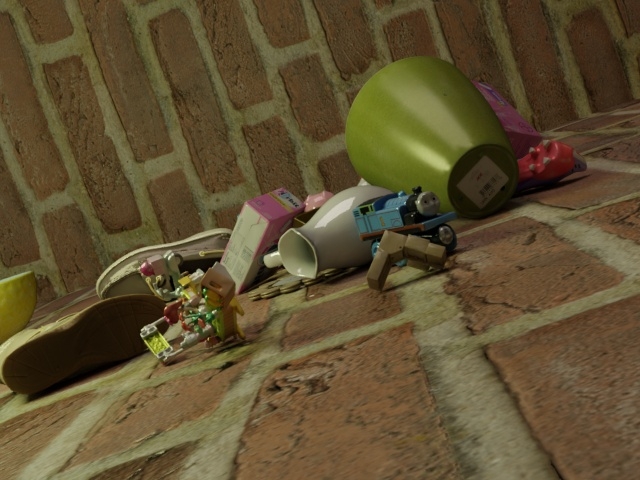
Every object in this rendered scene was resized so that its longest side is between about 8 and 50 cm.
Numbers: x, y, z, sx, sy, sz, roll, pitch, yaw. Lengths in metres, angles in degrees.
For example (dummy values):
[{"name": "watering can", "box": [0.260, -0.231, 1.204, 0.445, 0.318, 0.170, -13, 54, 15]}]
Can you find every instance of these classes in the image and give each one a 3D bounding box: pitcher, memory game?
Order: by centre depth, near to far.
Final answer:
[{"name": "pitcher", "box": [0.021, -0.008, 1.670, 0.207, 0.125, 0.178, -25, 9, -32]}, {"name": "memory game", "box": [-0.033, 0.065, 1.741, 0.186, 0.012, 0.186, -18, 4, 1]}]

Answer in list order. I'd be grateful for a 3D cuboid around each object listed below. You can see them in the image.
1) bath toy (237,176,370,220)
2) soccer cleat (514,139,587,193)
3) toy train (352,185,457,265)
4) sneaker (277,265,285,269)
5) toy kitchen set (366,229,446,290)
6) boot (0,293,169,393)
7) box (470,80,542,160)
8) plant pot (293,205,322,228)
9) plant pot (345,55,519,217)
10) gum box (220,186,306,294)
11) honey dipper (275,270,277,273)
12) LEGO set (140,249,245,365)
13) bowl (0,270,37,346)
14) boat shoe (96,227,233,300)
[{"name": "bath toy", "box": [-0.005, -0.053, 2.268, 0.348, 0.129, 0.151, -17, 5, 20]}, {"name": "soccer cleat", "box": [0.378, -0.118, 1.924, 0.095, 0.083, 0.248, 20, -25, -27]}, {"name": "toy train", "box": [0.124, -0.021, 1.525, 0.080, 0.105, 0.184, -22, 5, -29]}, {"name": "sneaker", "box": [-0.058, 0.044, 1.953, 0.069, 0.038, 0.098, -19, -4, 28]}, {"name": "toy kitchen set", "box": [0.115, 0.042, 1.359, 0.083, 0.075, 0.068, 16, -25, 18]}, {"name": "boot", "box": [-0.375, 0.156, 1.590, 0.262, 0.095, 0.203, -26, 6, -26]}, {"name": "box", "box": [0.303, -0.246, 2.200, 0.243, 0.213, 0.117, 4, -53, -35]}, {"name": "plant pot", "box": [0.000, 0.000, 1.861, 0.082, 0.083, 0.081, 28, 33, 30]}, {"name": "plant pot", "box": [0.225, -0.159, 1.854, 0.275, 0.274, 0.293, -20, 30, -12]}, {"name": "gum box", "box": [-0.111, 0.005, 1.880, 0.107, 0.062, 0.188, -26, -31, -49]}, {"name": "honey dipper", "box": [-0.147, 0.069, 2.056, 0.161, 0.030, 0.030, -11, 8, 35]}, {"name": "LEGO set", "box": [-0.174, 0.097, 1.331, 0.107, 0.132, 0.287, -30, 14, -16]}, {"name": "bowl", "box": [-0.761, 0.187, 2.342, 0.290, 0.156, 0.289, -19, 5, 2]}, {"name": "boat shoe", "box": [-0.317, 0.072, 2.198, 0.325, 0.116, 0.096, -19, 33, -4]}]
